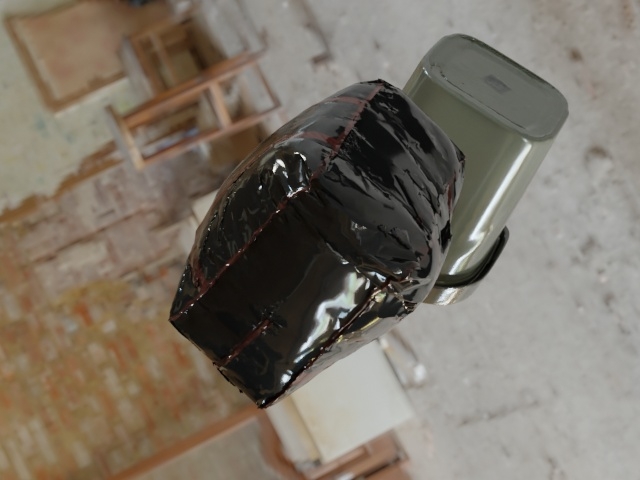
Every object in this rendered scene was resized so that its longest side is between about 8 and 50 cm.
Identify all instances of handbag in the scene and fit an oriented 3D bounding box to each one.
[{"bbox_3d":[0.000,0.000,0.931,0.155,0.169,0.215,47,-153,-7],"label":"handbag"}]

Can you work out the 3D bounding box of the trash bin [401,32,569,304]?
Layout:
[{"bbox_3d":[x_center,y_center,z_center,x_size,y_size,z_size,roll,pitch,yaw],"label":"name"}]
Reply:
[{"bbox_3d":[0.147,-0.087,1.572,0.219,0.220,0.250,32,124,4],"label":"trash bin"}]
